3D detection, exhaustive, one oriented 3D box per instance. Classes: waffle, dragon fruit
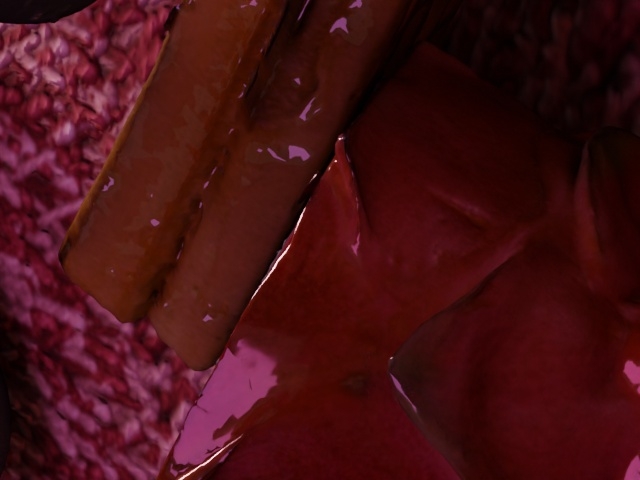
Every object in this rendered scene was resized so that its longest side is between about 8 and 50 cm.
[{"bbox_3d":[0.009,-0.116,0.908,0.098,0.224,0.328,33,126,3],"label":"waffle"},{"bbox_3d":[0.071,0.081,0.895,0.225,0.305,0.305,29,127,4],"label":"dragon fruit"}]

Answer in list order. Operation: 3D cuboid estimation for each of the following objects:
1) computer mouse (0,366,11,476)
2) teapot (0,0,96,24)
[{"bbox_3d":[-0.261,0.087,1.394,0.113,0.068,0.229,-41,62,58],"label":"computer mouse"},{"bbox_3d":[-0.111,-0.240,1.027,0.285,0.223,0.305,-39,72,38],"label":"teapot"}]
